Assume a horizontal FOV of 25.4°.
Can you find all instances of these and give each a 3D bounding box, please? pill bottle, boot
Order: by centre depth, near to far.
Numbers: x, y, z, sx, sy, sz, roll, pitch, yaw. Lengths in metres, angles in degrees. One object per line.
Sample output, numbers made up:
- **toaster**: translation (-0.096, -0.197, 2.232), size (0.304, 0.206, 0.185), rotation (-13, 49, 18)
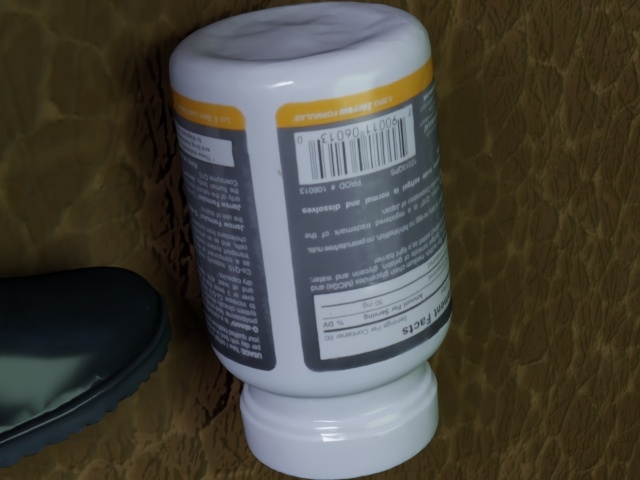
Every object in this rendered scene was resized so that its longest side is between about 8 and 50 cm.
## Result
- **boot**: translation (-0.188, 0.014, 0.718), size (0.246, 0.094, 0.207), rotation (-32, 127, -36)
- **pill bottle**: translation (0.000, 0.000, 0.905), size (0.162, 0.162, 0.278), rotation (-31, 123, -44)
